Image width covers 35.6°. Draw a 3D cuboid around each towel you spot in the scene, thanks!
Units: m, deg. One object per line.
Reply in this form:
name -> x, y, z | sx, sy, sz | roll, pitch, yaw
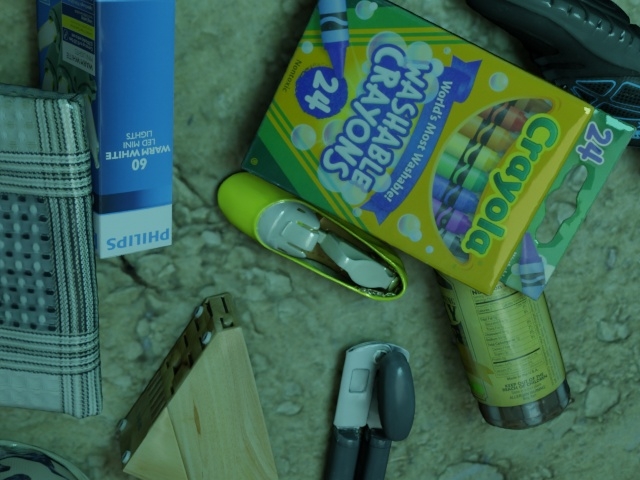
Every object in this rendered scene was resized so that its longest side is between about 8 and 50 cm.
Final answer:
towel -> -0.355, 0.004, 0.894 | 0.324, 0.056, 0.312 | 7, 113, 12

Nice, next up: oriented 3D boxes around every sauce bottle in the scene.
sauce bottle -> 0.181, 0.035, 1.079 | 0.111, 0.111, 0.344 | -20, 106, -5

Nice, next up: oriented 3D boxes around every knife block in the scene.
knife block -> -0.088, 0.226, 1.107 | 0.242, 0.088, 0.275 | 29, 102, -24

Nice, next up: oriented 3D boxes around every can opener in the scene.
can opener -> 0.051, 0.249, 1.146 | 0.076, 0.095, 0.283 | 3, 111, -15

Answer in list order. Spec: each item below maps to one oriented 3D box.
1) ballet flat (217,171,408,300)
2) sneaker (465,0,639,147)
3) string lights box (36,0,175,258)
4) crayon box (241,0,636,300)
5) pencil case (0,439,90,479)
ballet flat -> 0.000, 0.000, 1.038 | 0.231, 0.077, 0.077 | 29, 103, -23
sneaker -> 0.277, -0.169, 1.012 | 0.341, 0.125, 0.139 | 26, 124, -14
string lights box -> -0.193, -0.130, 0.896 | 0.077, 0.133, 0.259 | -12, 117, -35
crayon box -> 0.113, -0.090, 0.955 | 0.323, 0.083, 0.203 | 27, 105, 3
pencil case -> -0.374, 0.404, 1.070 | 0.183, 0.160, 0.410 | 13, 109, -34
